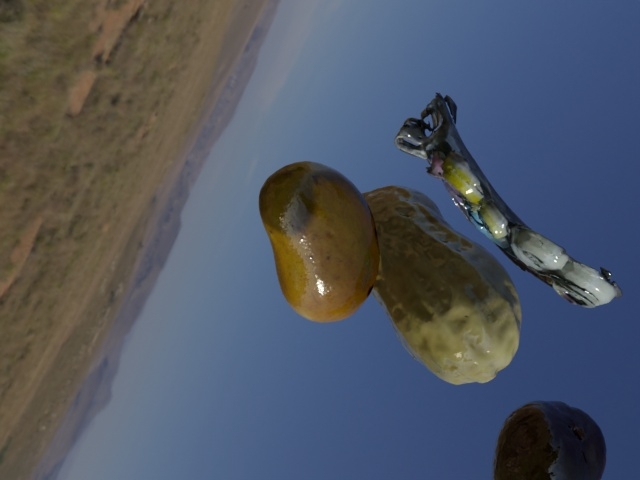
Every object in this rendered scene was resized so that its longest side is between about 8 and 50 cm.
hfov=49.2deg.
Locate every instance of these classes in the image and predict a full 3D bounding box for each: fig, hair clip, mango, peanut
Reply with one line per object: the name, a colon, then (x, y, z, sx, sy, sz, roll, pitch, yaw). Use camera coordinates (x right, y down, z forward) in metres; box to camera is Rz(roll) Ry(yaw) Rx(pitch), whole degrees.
fig: (0.316, 0.374, 1.067, 0.145, 0.170, 0.274, 47, -65, 47)
hair clip: (0.121, -0.024, 0.468, 0.049, 0.172, 0.116, -43, 180, 11)
mango: (0.003, -0.001, 0.681, 0.115, 0.178, 0.090, -36, -145, -32)
peanut: (0.114, 0.033, 0.789, 0.147, 0.147, 0.305, -60, -138, 21)
